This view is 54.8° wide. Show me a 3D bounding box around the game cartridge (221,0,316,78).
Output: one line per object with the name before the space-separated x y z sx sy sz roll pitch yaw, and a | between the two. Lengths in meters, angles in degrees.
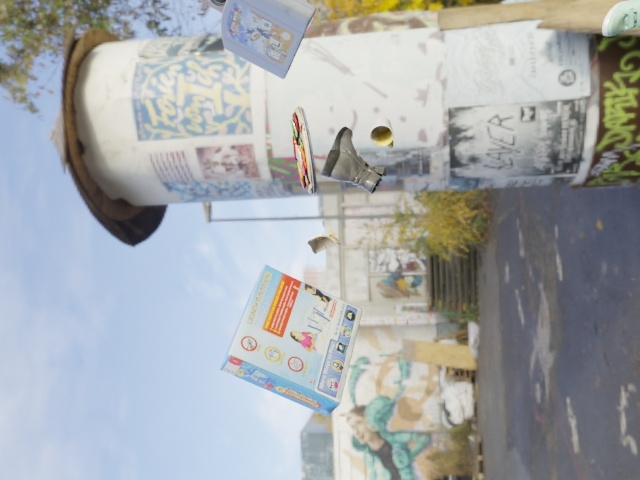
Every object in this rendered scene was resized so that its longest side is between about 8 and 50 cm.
game cartridge | -0.137 -0.509 1.474 0.297 0.198 0.062 138 153 -70

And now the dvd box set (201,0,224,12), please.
dvd box set | -0.229 -0.817 1.850 0.420 0.062 0.307 18 -94 -41

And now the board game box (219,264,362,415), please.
board game box | -0.066 0.255 1.617 0.086 0.302 0.308 -57 10 46

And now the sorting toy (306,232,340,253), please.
sorting toy | 0.000 0.000 1.733 0.075 0.083 0.044 17 -126 -60

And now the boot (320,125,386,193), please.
boot | 0.138 -0.290 2.299 0.338 0.223 0.118 -70 1 -50

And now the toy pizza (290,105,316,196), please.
toy pizza | -0.041 -0.195 1.365 0.201 0.032 0.201 170 90 -85

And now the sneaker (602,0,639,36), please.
sneaker | 1.074 -0.749 2.053 0.151 0.256 0.094 45 162 51

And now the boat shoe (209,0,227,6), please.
boat shoe | -0.246 -0.672 1.439 0.079 0.095 0.254 45 145 49

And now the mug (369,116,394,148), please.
mug | 0.161 -0.282 1.613 0.064 0.062 0.078 -81 -9 -49
